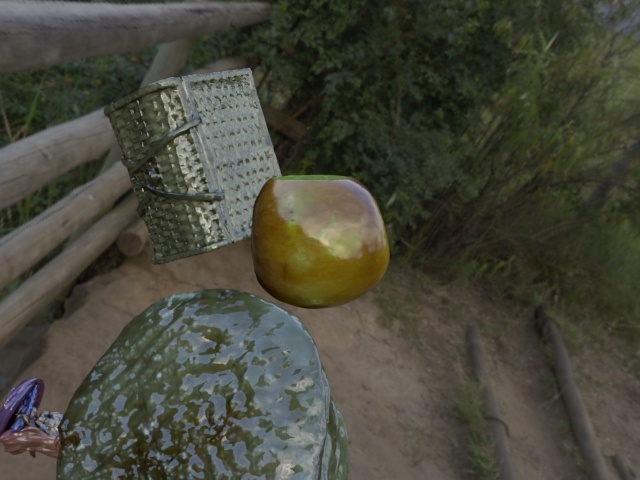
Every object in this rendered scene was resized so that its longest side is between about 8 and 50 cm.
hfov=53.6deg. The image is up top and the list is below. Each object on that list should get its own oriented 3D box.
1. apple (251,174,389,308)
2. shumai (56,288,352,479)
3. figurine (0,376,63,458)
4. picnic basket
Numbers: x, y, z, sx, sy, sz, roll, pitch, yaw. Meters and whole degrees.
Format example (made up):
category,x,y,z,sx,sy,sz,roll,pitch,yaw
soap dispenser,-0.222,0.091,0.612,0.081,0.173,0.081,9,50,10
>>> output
category,x,y,z,sx,sy,sz,roll,pitch,yaw
apple,0.000,0.000,0.478,0.102,0.099,0.114,-2,6,3
shumai,-0.100,0.282,0.778,0.323,0.324,0.397,45,44,-58
figurine,-0.455,0.306,1.028,0.157,0.114,0.126,47,-17,-11
picnic basket,-0.149,-0.085,0.753,0.154,0.134,0.196,-25,102,-50
